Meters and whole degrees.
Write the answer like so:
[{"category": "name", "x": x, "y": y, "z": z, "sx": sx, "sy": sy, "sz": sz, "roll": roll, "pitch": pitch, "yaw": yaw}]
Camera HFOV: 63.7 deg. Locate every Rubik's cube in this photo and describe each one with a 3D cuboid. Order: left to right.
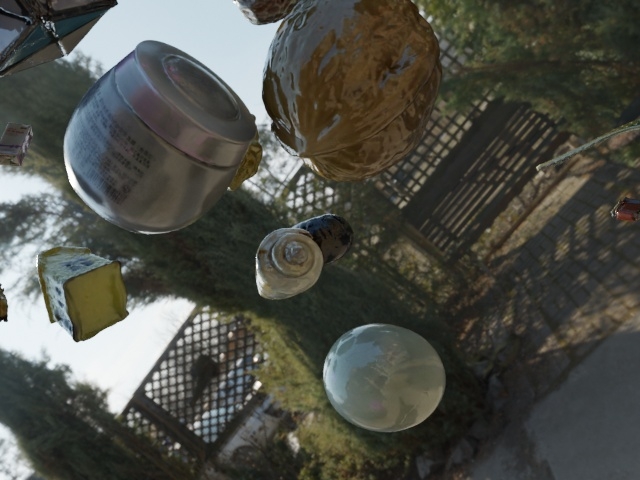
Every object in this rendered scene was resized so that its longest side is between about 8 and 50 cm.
[{"category": "Rubik's cube", "x": -0.751, "y": -0.614, "z": 1.262, "sx": 0.307, "sy": 0.310, "sz": 0.305, "roll": -23, "pitch": 23, "yaw": 28}]

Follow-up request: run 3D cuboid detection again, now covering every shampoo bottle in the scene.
[{"category": "shampoo bottle", "x": -0.269, "y": -0.169, "z": 0.878, "sx": 0.266, "sy": 0.273, "sz": 0.273, "roll": -42, "pitch": 4, "yaw": 23}]

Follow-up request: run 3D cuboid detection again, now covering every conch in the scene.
[{"category": "conch", "x": -0.096, "y": 0.057, "z": 1.092, "sx": 0.255, "sy": 0.127, "sz": 0.158, "roll": -38, "pitch": 47, "yaw": 48}]

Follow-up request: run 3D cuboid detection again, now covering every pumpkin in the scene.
[{"category": "pumpkin", "x": 0.000, "y": 0.000, "z": 1.730, "sx": 0.233, "sy": 0.163, "sz": 0.233, "roll": -17, "pitch": 5, "yaw": 2}]

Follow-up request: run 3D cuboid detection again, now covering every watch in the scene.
[{"category": "watch", "x": 0.515, "y": -0.108, "z": 0.849, "sx": 0.102, "sy": 0.165, "sz": 0.268, "roll": -34, "pitch": 6, "yaw": -34}]

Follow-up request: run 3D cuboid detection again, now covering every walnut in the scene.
[{"category": "walnut", "x": 0.050, "y": -0.258, "z": 0.863, "sx": 0.333, "sy": 0.333, "sz": 0.333, "roll": -52, "pitch": 0, "yaw": 0}]

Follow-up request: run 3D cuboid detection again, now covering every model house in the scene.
[{"category": "model house", "x": -0.660, "y": 0.126, "z": 1.399, "sx": 0.174, "sy": 0.234, "sz": 0.194, "roll": -27, "pitch": -52, "yaw": -42}]

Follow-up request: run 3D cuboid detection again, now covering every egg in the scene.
[{"category": "egg", "x": 0.099, "y": 0.199, "z": 0.750, "sx": 0.151, "sy": 0.209, "sz": 0.151, "roll": -24, "pitch": 59, "yaw": 46}]

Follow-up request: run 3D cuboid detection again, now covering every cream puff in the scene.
[{"category": "cream puff", "x": -0.222, "y": -0.236, "z": 1.287, "sx": 0.195, "sy": 0.194, "sz": 0.221, "roll": -51, "pitch": -39, "yaw": -87}]

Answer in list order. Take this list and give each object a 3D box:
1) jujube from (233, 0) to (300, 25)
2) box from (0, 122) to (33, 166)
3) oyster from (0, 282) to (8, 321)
[{"category": "jujube", "x": -0.084, "y": -0.607, "z": 1.049, "sx": 0.317, "sy": 0.226, "sz": 0.226, "roll": -50, "pitch": 0, "yaw": 12}, {"category": "box", "x": -0.688, "y": -0.217, "z": 1.158, "sx": 0.036, "sy": 0.050, "sz": 0.117, "roll": 109, "pitch": 157, "yaw": -44}, {"category": "oyster", "x": -0.655, "y": 0.026, "z": 0.864, "sx": 0.201, "sy": 0.355, "sz": 0.107, "roll": -9, "pitch": -25, "yaw": -41}]
